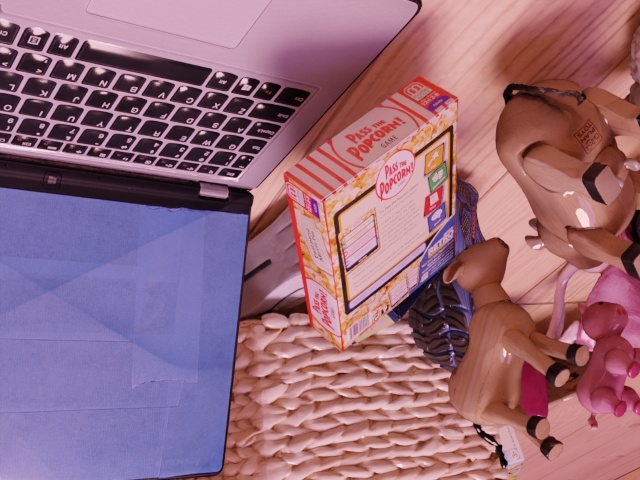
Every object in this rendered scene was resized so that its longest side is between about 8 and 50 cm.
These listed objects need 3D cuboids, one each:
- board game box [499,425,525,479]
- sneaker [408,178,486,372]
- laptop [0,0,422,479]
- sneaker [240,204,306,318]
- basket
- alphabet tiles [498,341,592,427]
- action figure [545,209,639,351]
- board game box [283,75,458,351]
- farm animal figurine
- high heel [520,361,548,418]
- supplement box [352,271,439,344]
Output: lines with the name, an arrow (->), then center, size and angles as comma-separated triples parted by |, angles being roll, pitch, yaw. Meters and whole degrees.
board game box -> 0.301, 0.416, 1.771 | 0.142, 0.144, 0.275 | -17, 154, -1
sneaker -> 0.144, 0.037, 0.937 | 0.087, 0.221, 0.083 | -17, -162, -38
laptop -> -0.157, -0.002, 0.635 | 0.382, 0.236, 0.408 | 6, 145, -38
sneaker -> 0.000, 0.000, 0.909 | 0.258, 0.094, 0.091 | -28, 169, 30
basket -> -0.005, 0.236, 1.054 | 0.328, 0.266, 0.331 | 1, 165, -32
alphabet tiles -> 0.346, 0.223, 1.416 | 0.343, 0.011, 0.285 | -22, -179, 1
action figure -> 0.397, 0.001, 1.064 | 0.276, 0.248, 0.370 | 3, 161, 22
board game box -> 0.049, -0.016, 0.737 | 0.147, 0.045, 0.193 | -37, 145, -24
farm animal figurine -> 0.225, -0.007, 0.806 | 0.330, 0.172, 0.326 | -32, 124, -22
high heel -> 0.194, 0.247, 1.354 | 0.127, 0.181, 0.377 | -2, 149, -26
supplement box -> 0.057, 0.048, 0.898 | 0.083, 0.056, 0.083 | -44, -175, -40
